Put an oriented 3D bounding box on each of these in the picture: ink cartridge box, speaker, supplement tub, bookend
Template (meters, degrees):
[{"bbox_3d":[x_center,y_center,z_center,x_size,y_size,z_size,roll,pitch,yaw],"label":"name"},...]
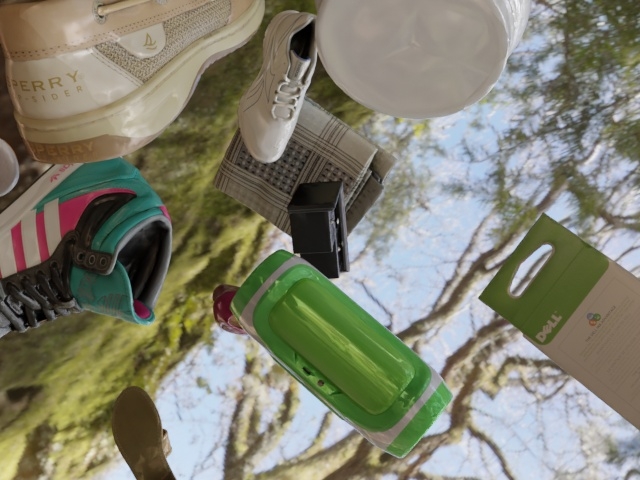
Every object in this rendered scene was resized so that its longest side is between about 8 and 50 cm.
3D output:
[{"bbox_3d":[0.265,0.079,0.813,0.209,0.062,0.109,40,-80,27],"label":"ink cartridge box"},{"bbox_3d":[0.026,0.145,1.136,0.296,0.131,0.131,40,-48,10],"label":"speaker"},{"bbox_3d":[0.127,-0.323,1.002,0.241,0.331,0.241,9,-41,8],"label":"supplement tub"},{"bbox_3d":[0.000,0.000,1.351,0.072,0.157,0.156,-3,-75,7],"label":"bookend"}]

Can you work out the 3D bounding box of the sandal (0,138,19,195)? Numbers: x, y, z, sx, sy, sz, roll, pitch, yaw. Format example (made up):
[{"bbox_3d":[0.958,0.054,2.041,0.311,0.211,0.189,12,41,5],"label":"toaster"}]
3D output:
[{"bbox_3d":[-0.435,-0.088,1.015,0.265,0.076,0.102,2,-68,26],"label":"sandal"}]

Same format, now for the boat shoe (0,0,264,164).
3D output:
[{"bbox_3d":[-0.121,-0.180,0.622,0.122,0.341,0.110,-5,-57,12],"label":"boat shoe"}]

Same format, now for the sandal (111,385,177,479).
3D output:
[{"bbox_3d":[-0.301,0.380,1.536,0.079,0.088,0.240,83,-19,-66],"label":"sandal"}]

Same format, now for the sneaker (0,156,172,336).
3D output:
[{"bbox_3d":[-0.259,0.048,0.882,0.178,0.295,0.124,32,-17,26],"label":"sneaker"}]

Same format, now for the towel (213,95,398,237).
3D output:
[{"bbox_3d":[-0.041,-0.136,1.781,0.324,0.056,0.312,34,-56,2],"label":"towel"}]

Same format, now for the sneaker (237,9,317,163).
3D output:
[{"bbox_3d":[-0.073,-0.289,1.607,0.129,0.111,0.297,14,-88,66],"label":"sneaker"}]

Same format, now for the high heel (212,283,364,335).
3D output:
[{"bbox_3d":[-0.047,0.179,1.851,0.181,0.377,0.127,-131,-130,-71],"label":"high heel"}]
